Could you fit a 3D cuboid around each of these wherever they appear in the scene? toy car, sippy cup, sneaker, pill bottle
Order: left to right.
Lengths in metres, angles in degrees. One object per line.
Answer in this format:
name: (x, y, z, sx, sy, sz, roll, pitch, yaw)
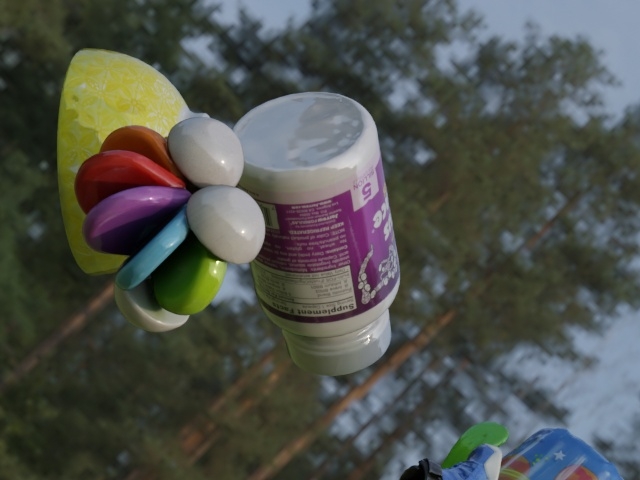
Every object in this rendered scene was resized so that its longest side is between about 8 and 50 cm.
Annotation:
toy car: (-0.145, -0.021, 1.474, 0.136, 0.159, 0.182, 17, 44, -42)
pill bottle: (0.000, 0.000, 1.913, 0.169, 0.169, 0.301, 26, -40, 38)
sneaker: (0.115, 0.218, 1.557, 0.084, 0.152, 0.058, 20, -66, 2)
sippy cup: (0.266, 0.360, 2.115, 0.240, 0.224, 0.305, 40, -18, 23)

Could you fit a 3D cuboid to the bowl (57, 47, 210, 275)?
bowl: (-0.216, -0.101, 2.150, 0.156, 0.289, 0.289, -2, -37, 8)
